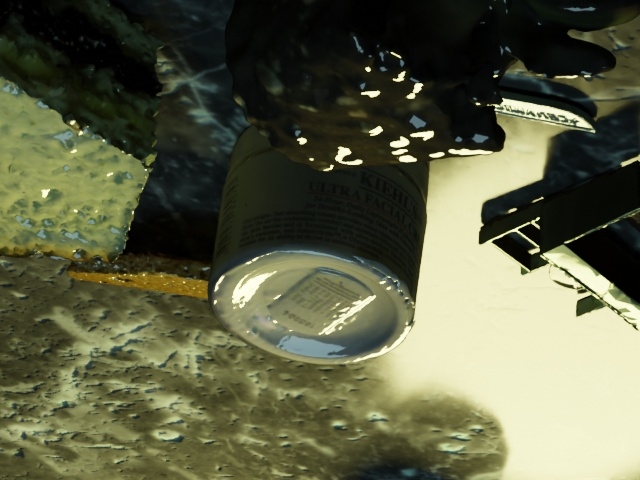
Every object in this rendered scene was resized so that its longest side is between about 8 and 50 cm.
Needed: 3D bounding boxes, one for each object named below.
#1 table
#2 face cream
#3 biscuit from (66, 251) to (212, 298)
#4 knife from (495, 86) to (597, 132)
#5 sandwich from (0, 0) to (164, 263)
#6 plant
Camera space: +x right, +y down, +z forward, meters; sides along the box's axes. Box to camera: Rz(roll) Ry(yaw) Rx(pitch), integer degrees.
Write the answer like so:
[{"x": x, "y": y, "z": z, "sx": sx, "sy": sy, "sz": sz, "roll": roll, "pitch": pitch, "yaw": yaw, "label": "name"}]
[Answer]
[{"x": 0.247, "y": 0.016, "z": 1.669, "sx": 0.175, "sy": 0.062, "sz": 0.146, "roll": -27, "pitch": 133, "yaw": 36, "label": "table"}, {"x": 0.000, "y": 0.000, "z": 1.615, "sx": 0.177, "sy": 0.153, "sz": 0.177, "roll": 4, "pitch": 145, "yaw": 3, "label": "face cream"}, {"x": -0.118, "y": 0.034, "z": 1.759, "sx": 0.236, "sy": 0.026, "sz": 0.131, "roll": 10, "pitch": 169, "yaw": 0, "label": "biscuit"}, {"x": 0.122, "y": -0.115, "z": 1.545, "sx": 0.210, "sy": 0.015, "sz": 0.028, "roll": 9, "pitch": 139, "yaw": -3, "label": "knife"}, {"x": -0.278, "y": -0.102, "z": 1.547, "sx": 0.325, "sy": 0.131, "sz": 0.262, "roll": 0, "pitch": 144, "yaw": 16, "label": "sandwich"}, {"x": 0.078, "y": -0.158, "z": 1.337, "sx": 0.276, "sy": 0.188, "sz": 0.199, "roll": -21, "pitch": 137, "yaw": 36, "label": "plant"}]
